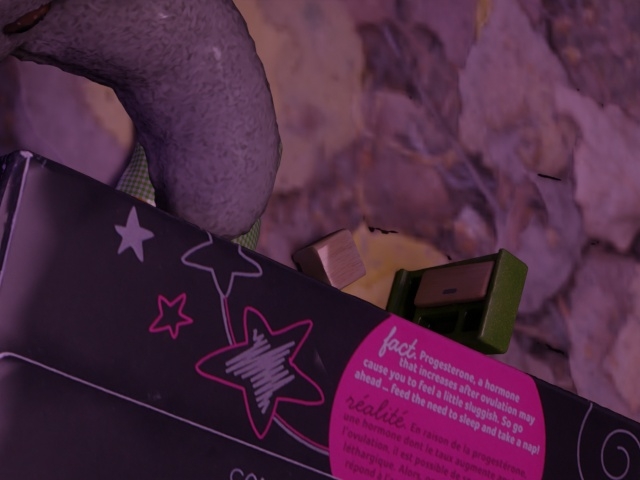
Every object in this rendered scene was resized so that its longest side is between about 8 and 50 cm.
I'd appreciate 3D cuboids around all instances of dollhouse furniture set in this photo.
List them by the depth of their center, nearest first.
[{"bbox_3d":[0.000,0.000,0.647,0.151,0.058,0.076,32,64,-31],"label":"dollhouse furniture set"}]

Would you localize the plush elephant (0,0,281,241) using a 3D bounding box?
[{"bbox_3d":[-0.048,-0.124,0.487,0.330,0.272,0.255,34,82,-27],"label":"plush elephant"}]

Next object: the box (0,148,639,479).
[{"bbox_3d":[-0.042,0.097,0.542,0.247,0.142,0.163,25,72,-32],"label":"box"}]
